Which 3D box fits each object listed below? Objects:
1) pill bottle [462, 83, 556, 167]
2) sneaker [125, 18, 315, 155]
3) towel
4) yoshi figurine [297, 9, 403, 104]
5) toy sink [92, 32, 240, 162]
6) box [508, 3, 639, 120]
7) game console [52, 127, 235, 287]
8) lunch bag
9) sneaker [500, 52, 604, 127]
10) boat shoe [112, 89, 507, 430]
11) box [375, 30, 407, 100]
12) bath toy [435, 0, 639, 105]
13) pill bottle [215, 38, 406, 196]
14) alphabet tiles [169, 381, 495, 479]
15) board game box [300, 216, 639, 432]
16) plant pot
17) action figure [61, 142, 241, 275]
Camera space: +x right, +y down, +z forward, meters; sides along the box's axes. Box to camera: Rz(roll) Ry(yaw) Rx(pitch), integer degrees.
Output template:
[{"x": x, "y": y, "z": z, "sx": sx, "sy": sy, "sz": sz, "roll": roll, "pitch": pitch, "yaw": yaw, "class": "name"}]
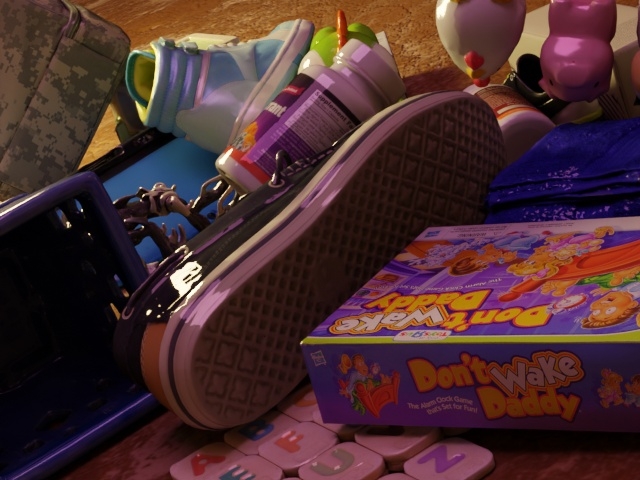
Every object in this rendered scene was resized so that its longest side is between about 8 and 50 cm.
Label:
[{"x": 0.199, "y": -0.121, "z": 1.808, "sx": 0.086, "sy": 0.086, "sz": 0.152, "roll": -22, "pitch": 26, "yaw": -4, "class": "pill bottle"}, {"x": -0.131, "y": -0.226, "z": 2.125, "sx": 0.208, "sy": 0.127, "sz": 0.319, "roll": 20, "pitch": 32, "yaw": 3, "class": "sneaker"}, {"x": 0.327, "y": -0.074, "z": 1.596, "sx": 0.308, "sy": 0.076, "sz": 0.227, "roll": -3, "pitch": 27, "yaw": 39, "class": "towel"}, {"x": 0.043, "y": -0.111, "z": 1.907, "sx": 0.203, "sy": 0.203, "sz": 0.362, "roll": -55, "pitch": 19, "yaw": 31, "class": "yoshi figurine"}, {"x": -0.226, "y": -0.198, "z": 2.365, "sx": 0.234, "sy": 0.131, "sz": 0.153, "roll": -30, "pitch": 21, "yaw": -21, "class": "toy sink"}, {"x": 0.325, "y": -0.214, "z": 1.927, "sx": 0.113, "sy": 0.094, "sz": 0.275, "roll": -25, "pitch": 20, "yaw": -12, "class": "box"}, {"x": -0.242, "y": -0.022, "z": 2.086, "sx": 0.293, "sy": 0.173, "sz": 0.250, "roll": -34, "pitch": -7, "yaw": -35, "class": "game console"}, {"x": -0.435, "y": -0.221, "z": 2.278, "sx": 0.305, "sy": 0.256, "sz": 0.212, "roll": -61, "pitch": 23, "yaw": 10, "class": "lunch bag"}, {"x": 0.248, "y": -0.174, "z": 1.895, "sx": 0.084, "sy": 0.097, "sz": 0.234, "roll": -28, "pitch": 21, "yaw": -20, "class": "sneaker"}, {"x": 0.000, "y": 0.000, "z": 1.569, "sx": 0.156, "sy": 0.187, "sz": 0.500, "roll": 6, "pitch": 35, "yaw": 45, "class": "boat shoe"}, {"x": 0.045, "y": -0.215, "z": 2.233, "sx": 0.126, "sy": 0.072, "sz": 0.137, "roll": -20, "pitch": 21, "yaw": 5, "class": "box"}, {"x": 0.289, "y": -0.199, "z": 1.727, "sx": 0.348, "sy": 0.129, "sz": 0.151, "roll": 8, "pitch": 37, "yaw": 16, "class": "bath toy"}, {"x": -0.006, "y": -0.111, "z": 1.684, "sx": 0.193, "sy": 0.108, "sz": 0.108, "roll": -46, "pitch": 25, "yaw": -6, "class": "pill bottle"}, {"x": 0.001, "y": 0.181, "z": 1.343, "sx": 0.284, "sy": 0.021, "sz": 0.278, "roll": -30, "pitch": 22, "yaw": -22, "class": "alphabet tiles"}, {"x": 0.192, "y": 0.063, "z": 1.334, "sx": 0.347, "sy": 0.078, "sz": 0.233, "roll": -3, "pitch": 23, "yaw": 34, "class": "board game box"}, {"x": -0.300, "y": 0.086, "z": 1.587, "sx": 0.236, "sy": 0.236, "sz": 0.212, "roll": -31, "pitch": 15, "yaw": -26, "class": "plant pot"}, {"x": -0.179, "y": 0.000, "z": 1.811, "sx": 0.275, "sy": 0.141, "sz": 0.164, "roll": -25, "pitch": 24, "yaw": -15, "class": "action figure"}]
